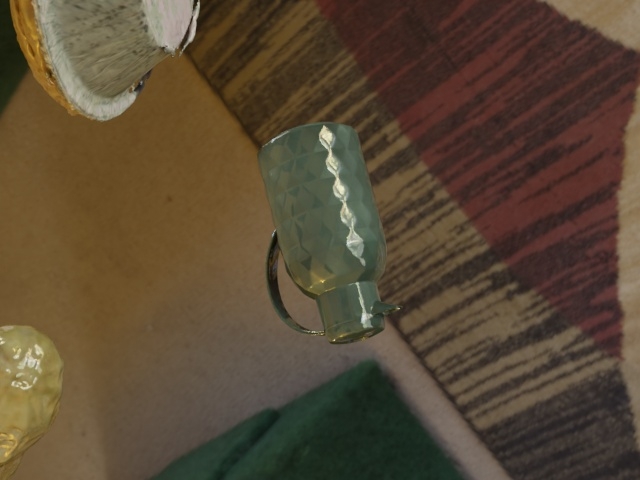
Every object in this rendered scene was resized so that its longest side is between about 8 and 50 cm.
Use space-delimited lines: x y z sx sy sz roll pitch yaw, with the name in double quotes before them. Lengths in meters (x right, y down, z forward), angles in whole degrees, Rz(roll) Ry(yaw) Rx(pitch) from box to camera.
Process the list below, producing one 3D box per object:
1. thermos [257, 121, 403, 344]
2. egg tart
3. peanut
"thermos" 0.000 0.000 1.415 0.182 0.145 0.287 -20 74 26
"egg tart" -0.151 -0.204 0.790 0.094 0.234 0.234 5 121 13
"peanut" -0.380 0.210 1.197 0.130 0.130 0.290 43 125 6
